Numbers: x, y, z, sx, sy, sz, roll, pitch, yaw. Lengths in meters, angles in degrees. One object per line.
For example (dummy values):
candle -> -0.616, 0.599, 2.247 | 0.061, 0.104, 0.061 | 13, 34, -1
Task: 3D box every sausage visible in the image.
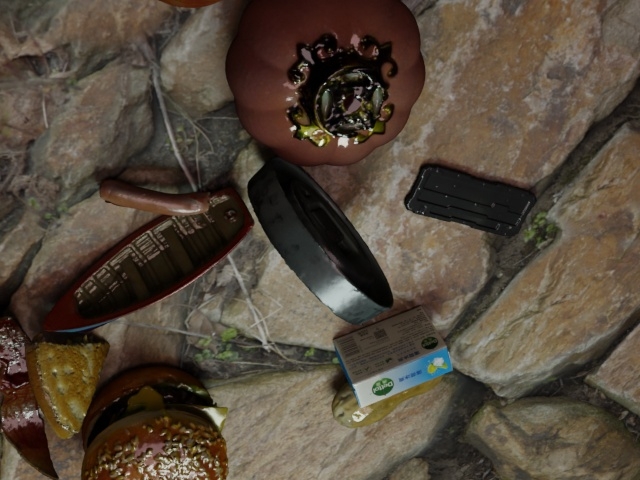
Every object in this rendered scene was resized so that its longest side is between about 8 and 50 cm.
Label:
sausage -> -0.268, -0.068, 1.395 | 0.177, 0.047, 0.040 | 9, 142, -10

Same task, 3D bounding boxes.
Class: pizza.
pizza -> -0.430, 0.224, 1.475 | 0.062, 0.199, 0.188 | -6, 106, 22

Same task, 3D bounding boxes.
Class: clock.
clock -> 0.002, 0.000, 1.382 | 0.061, 0.312, 0.312 | -38, 125, 13

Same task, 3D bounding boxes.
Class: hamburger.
hamburger -> -0.303, 0.395, 1.582 | 0.291, 0.225, 0.291 | -9, 121, -15

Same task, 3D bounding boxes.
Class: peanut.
peanut -> 0.142, 0.292, 1.742 | 0.263, 0.117, 0.101 | -31, 85, -2

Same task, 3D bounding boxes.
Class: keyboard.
keyboard -> 0.282, -0.072, 1.609 | 0.262, 0.016, 0.106 | 13, 116, -25

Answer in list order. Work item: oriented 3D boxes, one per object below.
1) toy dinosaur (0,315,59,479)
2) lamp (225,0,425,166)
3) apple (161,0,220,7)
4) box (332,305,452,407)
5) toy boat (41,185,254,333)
toy dinosaur -> -0.519, 0.253, 1.487 | 0.207, 0.113, 0.327 | 12, 114, -29
lamp -> 0.014, -0.244, 1.270 | 0.305, 0.239, 0.305 | -8, 123, -13
apple -> -0.178, -0.401, 1.151 | 0.195, 0.160, 0.173 | 41, 80, 8
box -> 0.139, 0.223, 1.672 | 0.194, 0.139, 0.073 | -21, 126, -5
toy boat -> -0.285, 0.050, 1.442 | 0.392, 0.136, 0.079 | -33, 157, 3
